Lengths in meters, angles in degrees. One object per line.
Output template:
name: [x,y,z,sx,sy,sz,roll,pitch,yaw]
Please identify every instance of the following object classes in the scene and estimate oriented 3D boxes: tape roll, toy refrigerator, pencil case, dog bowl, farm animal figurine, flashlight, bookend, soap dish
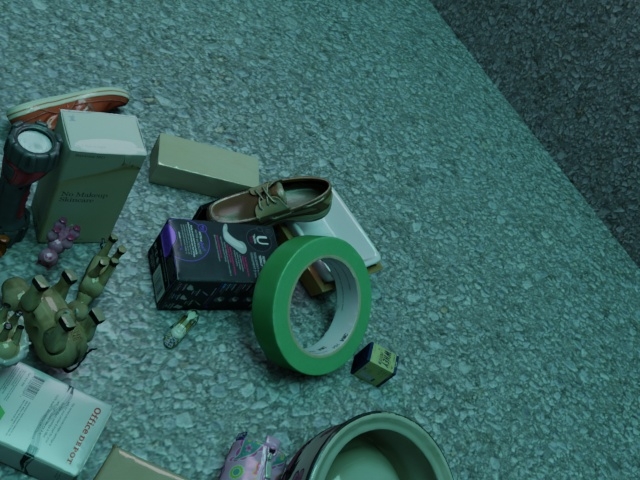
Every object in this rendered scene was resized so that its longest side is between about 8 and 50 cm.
tape roll: [-0.013,0.148,1.619,0.321,0.077,0.321,-5,97,-44]
toy refrigerator: [-0.302,-0.182,1.815,0.270,0.094,0.102,11,57,-26]
pencil case: [-0.150,0.516,1.328,0.124,0.124,0.284,29,45,-11]
dog bowl: [0.083,0.544,1.363,0.408,0.150,0.408,12,70,-36]
farm animal figurine: [-0.529,0.118,1.362,0.330,0.172,0.326,8,42,-45]
flashlight: [-0.598,-0.105,1.395,0.103,0.304,0.103,15,49,-23]
bookend: [-0.213,-0.032,1.763,0.156,0.072,0.157,-27,74,-43]
soap dish: [0.000,0.000,1.848,0.229,0.118,0.291,-18,68,-42]

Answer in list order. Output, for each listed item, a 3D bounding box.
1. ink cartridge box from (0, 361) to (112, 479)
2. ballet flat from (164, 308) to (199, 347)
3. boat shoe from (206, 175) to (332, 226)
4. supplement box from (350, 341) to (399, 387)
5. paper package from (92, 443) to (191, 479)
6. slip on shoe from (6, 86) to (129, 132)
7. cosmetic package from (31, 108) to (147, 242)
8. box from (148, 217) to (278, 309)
ink cartridge box: [-0.507,0.333,1.258,0.208,0.087,0.153,29,44,-9]
ballet flat: [-0.306,0.190,1.545,0.041,0.041,0.114,39,44,-1]
boat shoe: [-0.120,-0.100,1.706,0.324,0.116,0.123,-14,65,-20]
supplement box: [0.134,0.306,1.714,0.083,0.083,0.056,30,45,-12]
paper package: [-0.265,0.540,1.079,0.309,0.168,0.325,22,46,3]
slip on shoe: [-0.605,-0.310,1.714,0.331,0.123,0.101,-33,109,-50]
cosmetic package: [-0.497,-0.126,1.477,0.160,0.309,0.113,-1,57,-34]
box: [-0.240,0.060,1.618,0.270,0.143,0.165,4,56,-32]
